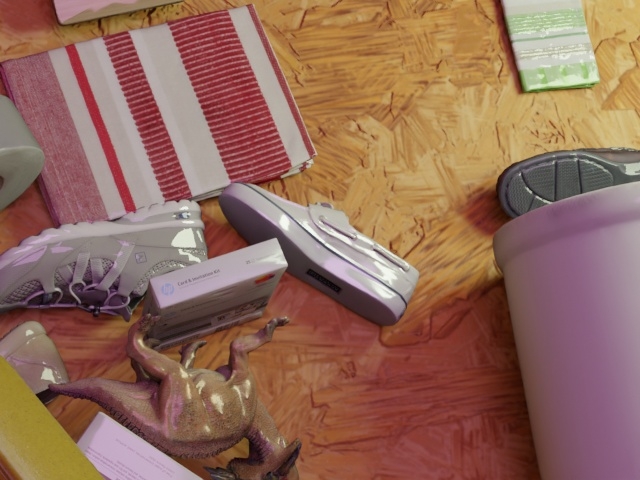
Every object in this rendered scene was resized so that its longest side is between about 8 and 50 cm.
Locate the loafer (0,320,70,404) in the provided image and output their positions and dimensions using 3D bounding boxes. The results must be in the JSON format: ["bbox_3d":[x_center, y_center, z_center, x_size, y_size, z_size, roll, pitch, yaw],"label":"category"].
[{"bbox_3d":[-0.370,0.201,1.370,0.092,0.102,0.268,39,68,8],"label":"loafer"}]

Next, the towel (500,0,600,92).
[{"bbox_3d":[0.302,-0.270,1.716,0.113,0.023,0.152,-7,76,-12],"label":"towel"}]

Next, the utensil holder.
[{"bbox_3d":[0.380,0.157,1.435,0.328,0.327,0.385,-4,76,-13],"label":"utensil holder"}]

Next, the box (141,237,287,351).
[{"bbox_3d":[-0.122,0.065,1.422,0.145,0.186,0.038,-18,76,-17],"label":"box"}]

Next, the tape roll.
[{"bbox_3d":[-0.408,-0.066,1.385,0.219,0.219,0.072,-31,81,-20],"label":"tape roll"}]

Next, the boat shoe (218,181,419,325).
[{"bbox_3d":[0.000,0.000,1.530,0.258,0.095,0.084,36,64,-10],"label":"boat shoe"}]

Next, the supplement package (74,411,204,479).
[{"bbox_3d":[-0.221,0.347,1.301,0.198,0.199,0.262,33,70,0],"label":"supplement package"}]

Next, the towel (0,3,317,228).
[{"bbox_3d":[-0.194,-0.149,1.560,0.329,0.037,0.237,-17,75,-19],"label":"towel"}]

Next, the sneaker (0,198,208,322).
[{"bbox_3d":[-0.249,0.041,1.446,0.281,0.105,0.115,-18,77,-18],"label":"sneaker"}]

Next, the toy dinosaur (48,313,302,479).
[{"bbox_3d":[-0.127,0.190,1.365,0.296,0.127,0.200,5,67,-32],"label":"toy dinosaur"}]

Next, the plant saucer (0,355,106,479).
[{"bbox_3d":[-0.362,0.286,1.175,0.333,0.081,0.333,-42,54,-11],"label":"plant saucer"}]

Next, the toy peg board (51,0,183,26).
[{"bbox_3d":[-0.267,-0.352,1.598,0.161,0.079,0.160,-15,92,-16],"label":"toy peg board"}]

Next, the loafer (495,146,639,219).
[{"bbox_3d":[0.361,-0.069,1.638,0.303,0.095,0.109,-4,103,-9],"label":"loafer"}]
